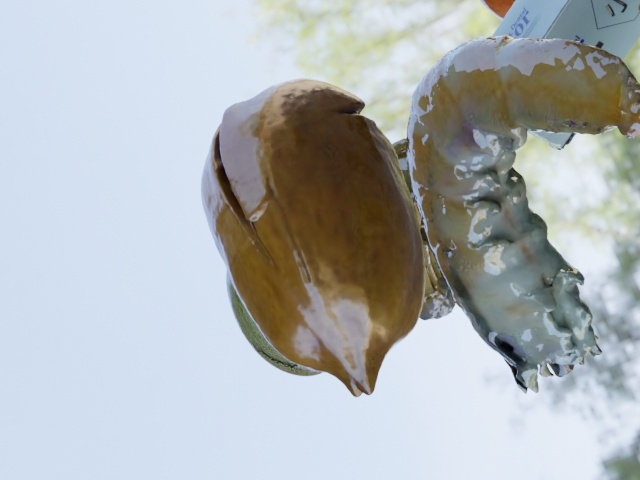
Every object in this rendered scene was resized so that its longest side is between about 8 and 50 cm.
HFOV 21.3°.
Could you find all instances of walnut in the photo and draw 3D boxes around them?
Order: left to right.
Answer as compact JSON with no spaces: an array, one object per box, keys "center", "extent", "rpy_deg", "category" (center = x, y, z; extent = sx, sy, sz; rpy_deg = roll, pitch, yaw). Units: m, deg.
[{"center":[0.000,0.000,1.652],"extent":[0.209,0.209,0.336],"rpy_deg":[32,-144,-59],"category":"walnut"}]

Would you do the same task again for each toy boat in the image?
[{"center":[0.116,-0.010,2.001],"extent":[0.445,0.162,0.136],"rpy_deg":[56,-160,-72],"category":"toy boat"}]

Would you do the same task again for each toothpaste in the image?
[{"center":[0.227,-0.220,1.276],"extent":[0.089,0.313,0.071],"rpy_deg":[22,-160,-35],"category":"toothpaste"}]

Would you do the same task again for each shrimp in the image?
[{"center":[0.128,-0.041,1.071],"extent":[0.068,0.287,0.185],"rpy_deg":[-32,-115,-32],"category":"shrimp"}]

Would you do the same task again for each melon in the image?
[{"center":[-0.025,0.072,1.885],"extent":[0.192,0.139,0.139],"rpy_deg":[55,-162,-1],"category":"melon"}]

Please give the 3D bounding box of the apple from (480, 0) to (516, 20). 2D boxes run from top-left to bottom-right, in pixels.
[{"center":[0.228,-0.308,1.810],"extent":[0.139,0.163,0.163],"rpy_deg":[23,173,33],"category":"apple"}]
